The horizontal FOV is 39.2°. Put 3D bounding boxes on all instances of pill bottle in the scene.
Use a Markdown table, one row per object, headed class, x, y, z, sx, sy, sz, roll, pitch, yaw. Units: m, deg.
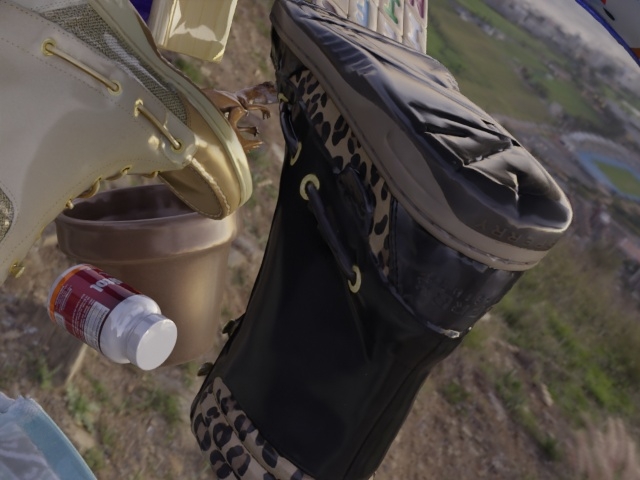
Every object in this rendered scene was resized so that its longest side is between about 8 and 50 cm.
| class | x | y | z | sx | sy | sz | roll | pitch | yaw |
| --- | --- | --- | --- | --- | --- | --- | --- | --- | --- |
| pill bottle | -0.246 | 0.092 | 1.067 | 0.152 | 0.086 | 0.086 | 25 | 22 | 30 |

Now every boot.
| class | x | y | z | sx | sy | sz | roll | pitch | yaw |
| --- | --- | --- | --- | --- | --- | --- | --- | --- | --- |
| boot | 0.000 | 0.000 | 0.646 | 0.138 | 0.284 | 0.377 | 13 | 25 | -28 |
| boot | -0.165 | -0.045 | 0.619 | 0.095 | 0.203 | 0.262 | 12 | -28 | 35 |

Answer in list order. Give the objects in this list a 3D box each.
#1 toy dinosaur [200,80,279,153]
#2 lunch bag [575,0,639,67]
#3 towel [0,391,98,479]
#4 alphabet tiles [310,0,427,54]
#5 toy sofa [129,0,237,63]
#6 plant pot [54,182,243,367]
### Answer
| class | x | y | z | sx | sy | sz | roll | pitch | yaw |
| --- | --- | --- | --- | --- | --- | --- | --- | --- | --- |
| toy dinosaur | -0.119 | -0.142 | 0.964 | 0.211 | 0.064 | 0.112 | -3 | 70 | -55 |
| lunch bag | 0.286 | -0.335 | 0.593 | 0.328 | 0.385 | 0.239 | 52 | 32 | 6 |
| towel | -0.244 | 0.304 | 0.598 | 0.320 | 0.090 | 0.374 | -24 | 65 | -45 |
| alphabet tiles | 0.052 | -0.327 | 1.038 | 0.285 | 0.011 | 0.342 | 38 | 48 | -45 |
| toy sofa | -0.277 | -0.339 | 1.116 | 0.362 | 0.150 | 0.177 | 24 | 12 | 39 |
| plant pot | -0.235 | 0.051 | 1.299 | 0.263 | 0.229 | 0.263 | -4 | 16 | 1 |
